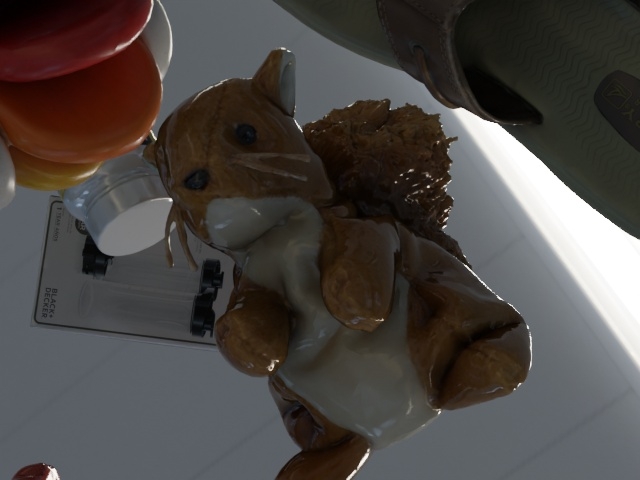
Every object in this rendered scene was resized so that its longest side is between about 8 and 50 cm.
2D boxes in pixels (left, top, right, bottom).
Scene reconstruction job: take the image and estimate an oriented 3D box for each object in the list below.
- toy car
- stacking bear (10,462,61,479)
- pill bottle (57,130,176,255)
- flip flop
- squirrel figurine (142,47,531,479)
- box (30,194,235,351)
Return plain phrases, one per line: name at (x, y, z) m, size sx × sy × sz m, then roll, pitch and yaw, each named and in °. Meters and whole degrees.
toy car at (-0.143, -0.109, 0.514) m, size 0.136 × 0.182 × 0.159 m, roll -12°, pitch -152°, yaw 52°
stacking bear at (-0.325, 0.261, 0.828) m, size 0.289 × 0.175 × 0.164 m, roll -3°, pitch -114°, yaw 4°
pill bottle at (-0.235, -0.094, 1.211) m, size 0.119 × 0.119 × 0.208 m, roll -38°, pitch -113°, yaw 12°
flip flop at (0.081, -0.087, 0.472) m, size 0.277 × 0.080 × 0.112 m, roll 38°, pitch -73°, yaw -4°
squirrel figurine at (0.000, 0.000, 1.114) m, size 0.281 × 0.397 × 0.370 m, roll -37°, pitch -83°, yaw 27°
box at (-0.210, 0.049, 1.441) m, size 0.290 × 0.087 × 0.169 m, roll 7°, pitch -97°, yaw -13°
